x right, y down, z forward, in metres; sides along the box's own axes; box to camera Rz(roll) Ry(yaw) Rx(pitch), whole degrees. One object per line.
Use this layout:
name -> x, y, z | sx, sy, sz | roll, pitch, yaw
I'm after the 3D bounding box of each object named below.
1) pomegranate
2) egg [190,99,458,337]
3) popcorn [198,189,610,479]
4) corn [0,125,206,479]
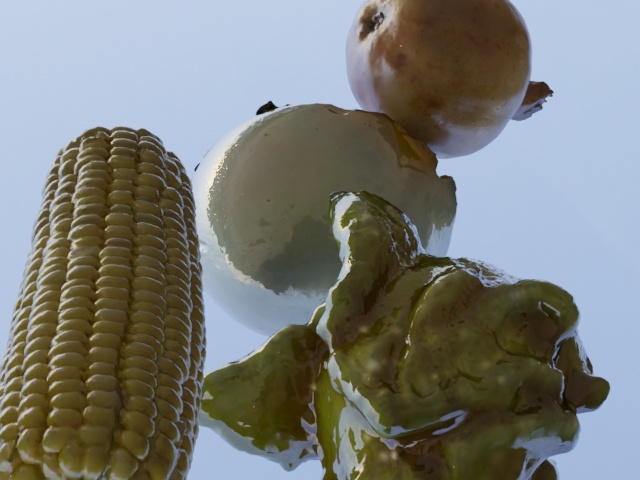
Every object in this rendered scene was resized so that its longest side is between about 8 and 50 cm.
pomegranate -> 0.127, -0.190, 1.786 | 0.207, 0.207, 0.207 | 8, -133, -8
egg -> -0.002, 0.004, 1.694 | 0.286, 0.264, 0.174 | 6, -156, -6
popcorn -> 0.080, 0.106, 1.458 | 0.321, 0.290, 0.325 | -3, -97, -34
corn -> -0.100, 0.042, 0.787 | 0.093, 0.093, 0.244 | 9, -141, -7
